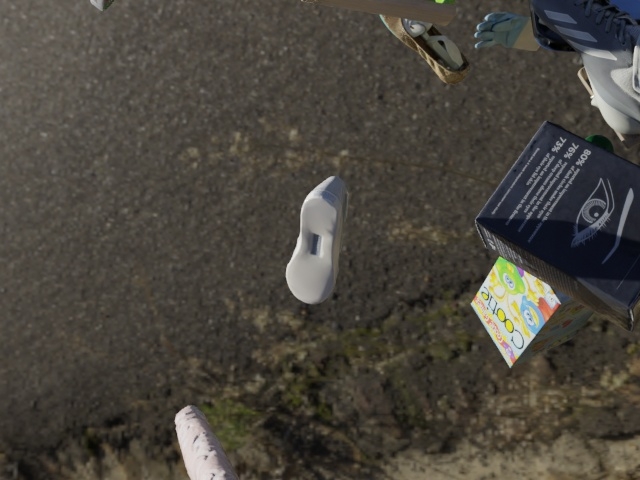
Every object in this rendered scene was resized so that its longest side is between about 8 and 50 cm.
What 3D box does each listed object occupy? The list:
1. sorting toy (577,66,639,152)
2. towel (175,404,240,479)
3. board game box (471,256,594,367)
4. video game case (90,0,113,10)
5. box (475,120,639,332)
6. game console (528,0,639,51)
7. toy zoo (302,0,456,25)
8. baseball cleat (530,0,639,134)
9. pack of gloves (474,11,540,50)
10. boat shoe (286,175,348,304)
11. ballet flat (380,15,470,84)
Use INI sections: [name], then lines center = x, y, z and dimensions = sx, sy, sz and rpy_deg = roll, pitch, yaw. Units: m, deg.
[sorting toy]
center = 0.460, -0.218, 1.309
dimensions = 0.274, 0.046, 0.132
rpy_deg = -31, 82, 1
[towel]
center = -0.081, 0.380, 1.123
dimensions = 0.317, 0.053, 0.332
rpy_deg = 66, 167, -13
[board game box]
center = 0.381, 0.082, 1.574
dimensions = 0.142, 0.144, 0.275
rpy_deg = 60, 160, 23
[video game case]
center = -0.171, -0.355, 0.973
dimensions = 0.212, 0.023, 0.193
rpy_deg = -56, 10, -12
[box]
center = 0.310, -0.017, 1.074
dimensions = 0.207, 0.108, 0.153
rpy_deg = 34, 84, 26
[game console]
center = 0.398, -0.360, 1.080
dimensions = 0.173, 0.293, 0.250
rpy_deg = 91, 180, -54
[toy zoo]
center = 0.071, -0.417, 1.147
dimensions = 0.030, 0.192, 0.293
rpy_deg = 139, 134, -66
[baseball cleat]
center = 0.262, -0.196, 0.834
dimensions = 0.206, 0.072, 0.109
rpy_deg = 55, 154, -7
[pack of gloves]
center = 0.378, -0.449, 1.735
dimensions = 0.046, 0.232, 0.195
rpy_deg = 50, 129, 28
[boat shoe]
center = 0.000, 0.000, 1.135
dimensions = 0.066, 0.063, 0.184
rpy_deg = 18, 133, 17
[ballet flat]
center = 0.196, -0.369, 1.676
dimensions = 0.073, 0.206, 0.067
rpy_deg = -58, 17, -22
